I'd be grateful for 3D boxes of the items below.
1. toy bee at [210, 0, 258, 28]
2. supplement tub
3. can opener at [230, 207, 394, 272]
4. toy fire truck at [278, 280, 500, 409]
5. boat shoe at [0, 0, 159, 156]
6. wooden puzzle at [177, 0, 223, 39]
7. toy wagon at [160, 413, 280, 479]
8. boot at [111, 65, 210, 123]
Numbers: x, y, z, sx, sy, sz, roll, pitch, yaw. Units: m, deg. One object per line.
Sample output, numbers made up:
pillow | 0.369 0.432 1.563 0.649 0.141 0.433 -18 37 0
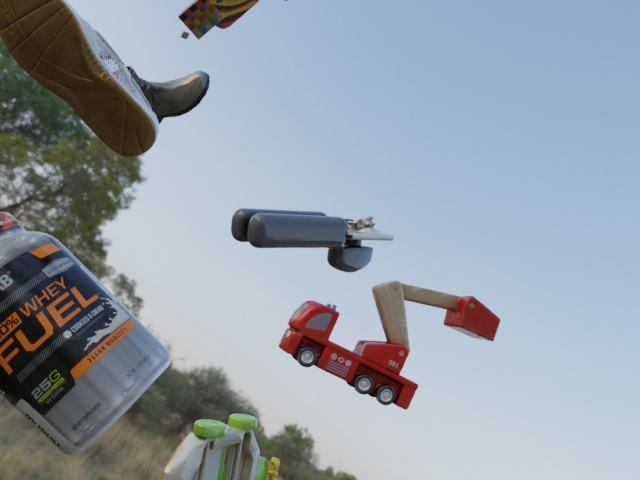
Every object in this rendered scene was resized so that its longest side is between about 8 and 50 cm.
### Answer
toy bee | -0.068 -0.447 0.813 0.195 0.298 0.162 38 -5 24
supplement tub | -0.383 0.124 0.798 0.316 0.193 0.193 45 -21 -5
can opener | 0.000 0.000 0.814 0.074 0.093 0.280 15 6 44
toy fire truck | 0.069 0.091 0.576 0.192 0.135 0.047 27 -9 -7
boat shoe | -0.324 -0.237 0.772 0.277 0.098 0.096 55 11 -22
wooden puzzle | -0.170 -0.320 0.816 0.006 0.083 0.049 57 8 31
toy wagon | -0.179 0.461 1.058 0.068 0.267 0.344 6 -8 22
boot | -0.401 -0.360 1.360 0.246 0.083 0.161 -22 -30 21
